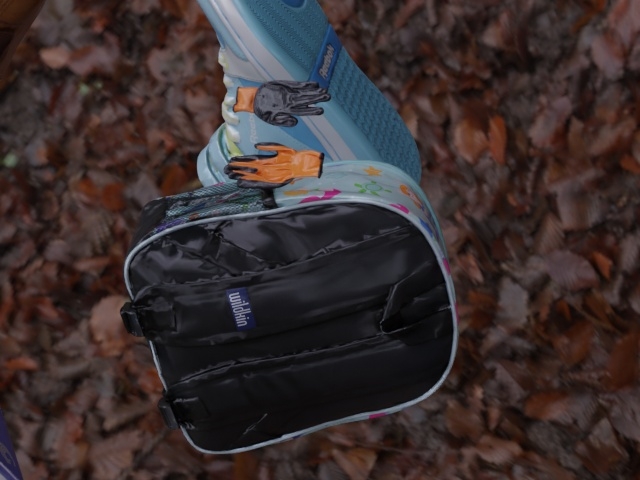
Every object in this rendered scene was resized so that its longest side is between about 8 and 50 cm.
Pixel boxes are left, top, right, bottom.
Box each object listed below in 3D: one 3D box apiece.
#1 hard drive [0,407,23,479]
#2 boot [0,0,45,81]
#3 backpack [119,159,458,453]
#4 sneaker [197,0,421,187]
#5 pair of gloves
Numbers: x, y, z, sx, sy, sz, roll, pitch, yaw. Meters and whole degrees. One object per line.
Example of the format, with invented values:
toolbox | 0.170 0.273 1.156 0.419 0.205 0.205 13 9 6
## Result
hard drive | -0.359 0.067 0.978 0.040 0.210 0.319 -30 46 -5
boot | -0.180 -0.112 0.604 0.280 0.096 0.264 -28 32 38
backpack | -0.013 0.045 0.930 0.253 0.225 0.191 -12 22 11
sneaker | -0.072 -0.128 1.040 0.208 0.319 0.127 -24 24 33
pair of gloves | -0.030 -0.074 0.763 0.074 0.010 0.083 -1 68 20
